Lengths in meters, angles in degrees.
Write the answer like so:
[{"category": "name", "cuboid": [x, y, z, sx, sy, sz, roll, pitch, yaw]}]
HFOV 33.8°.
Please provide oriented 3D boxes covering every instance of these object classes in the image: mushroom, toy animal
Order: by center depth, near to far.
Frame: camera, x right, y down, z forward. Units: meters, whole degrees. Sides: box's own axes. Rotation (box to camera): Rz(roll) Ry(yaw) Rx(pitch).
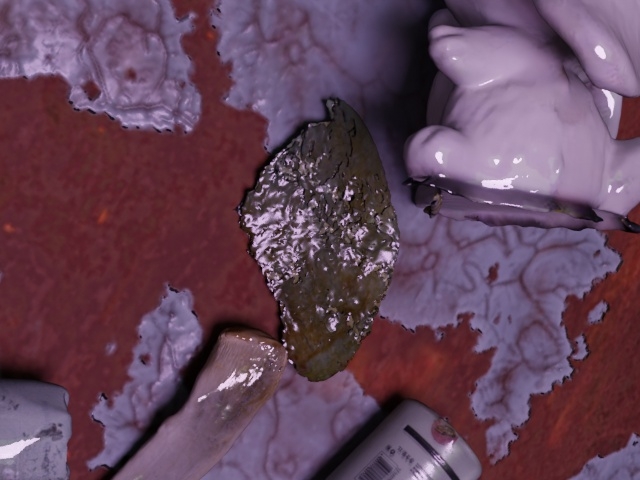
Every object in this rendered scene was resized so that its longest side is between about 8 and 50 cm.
[{"category": "toy animal", "cuboid": [0.157, -0.131, 0.732, 0.174, 0.249, 0.289, 9, 107, 5]}, {"category": "mushroom", "cuboid": [-0.100, 0.146, 0.759, 0.059, 0.054, 0.202, 39, 86, -21]}]

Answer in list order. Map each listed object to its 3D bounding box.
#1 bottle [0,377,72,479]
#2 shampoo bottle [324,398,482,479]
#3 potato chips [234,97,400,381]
[{"category": "bottle", "cuboid": [-0.291, 0.127, 0.641, 0.270, 0.083, 0.083, 0, 99, -18]}, {"category": "shampoo bottle", "cuboid": [0.007, 0.239, 0.804, 0.262, 0.085, 0.085, -43, 115, -12]}, {"category": "potato chips", "cuboid": [0.000, 0.000, 0.793, 0.142, 0.026, 0.209, 17, 91, -25]}]
